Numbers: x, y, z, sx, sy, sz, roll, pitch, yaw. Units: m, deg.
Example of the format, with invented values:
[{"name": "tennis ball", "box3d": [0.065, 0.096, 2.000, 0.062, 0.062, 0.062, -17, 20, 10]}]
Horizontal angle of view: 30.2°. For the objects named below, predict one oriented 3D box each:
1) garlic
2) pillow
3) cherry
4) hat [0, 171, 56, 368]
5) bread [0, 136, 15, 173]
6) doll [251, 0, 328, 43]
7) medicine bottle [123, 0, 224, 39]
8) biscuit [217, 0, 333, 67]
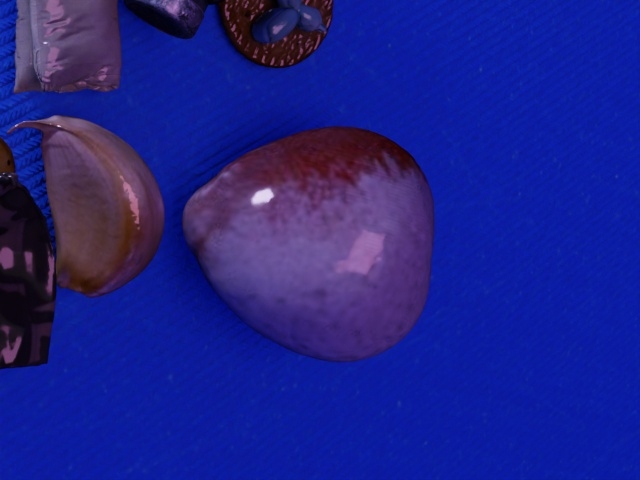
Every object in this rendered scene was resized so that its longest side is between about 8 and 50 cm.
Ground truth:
[{"name": "garlic", "box3d": [-0.283, -0.049, 1.487, 0.164, 0.145, 0.245, -17, 112, -17]}, {"name": "pillow", "box3d": [-0.310, -0.272, 1.459, 0.134, 0.078, 0.181, -7, 100, -38]}, {"name": "cherry", "box3d": [0.000, 0.013, 1.621, 0.335, 0.291, 0.326, -20, 103, -22]}, {"name": "hat", "box3d": [-0.505, 0.078, 1.335, 0.382, 0.257, 0.366, -14, 152, 1]}, {"name": "bread", "box3d": [-0.457, -0.085, 1.404, 0.188, 0.065, 0.149, 19, 103, -49]}, {"name": "doll", "box3d": [-0.032, -0.357, 1.618, 0.158, 0.059, 0.159, -16, 106, -31]}, {"name": "medicine bottle", "box3d": [-0.142, -0.405, 1.512, 0.141, 0.141, 0.293, 31, 80, -36]}, {"name": "biscuit", "box3d": [-0.061, -0.335, 1.655, 0.188, 0.027, 0.187, -7, 102, -34]}]
